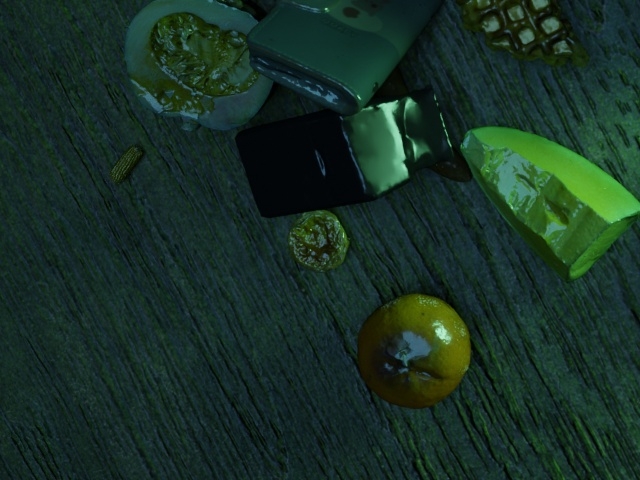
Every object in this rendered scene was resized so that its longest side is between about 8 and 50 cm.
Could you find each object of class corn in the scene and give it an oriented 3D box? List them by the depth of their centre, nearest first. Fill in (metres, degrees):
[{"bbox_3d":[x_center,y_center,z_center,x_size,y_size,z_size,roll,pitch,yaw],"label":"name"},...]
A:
[{"bbox_3d":[-0.403,-0.159,2.109,0.037,0.037,0.092,45,109,6],"label":"corn"}]

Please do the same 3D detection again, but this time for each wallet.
[{"bbox_3d":[0.041,-0.386,1.801,0.252,0.360,0.083,27,143,11],"label":"wallet"}]

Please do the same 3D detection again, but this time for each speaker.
[{"bbox_3d":[0.033,-0.163,1.884,0.388,0.184,0.180,-5,106,50],"label":"speaker"}]

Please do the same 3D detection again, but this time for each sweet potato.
[{"bbox_3d":[0.154,-0.233,1.900,0.114,0.092,0.341,-31,89,2],"label":"sweet potato"}]

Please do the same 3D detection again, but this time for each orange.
[{"bbox_3d":[0.174,0.212,1.923,0.224,0.170,0.224,3,99,18],"label":"orange"}]

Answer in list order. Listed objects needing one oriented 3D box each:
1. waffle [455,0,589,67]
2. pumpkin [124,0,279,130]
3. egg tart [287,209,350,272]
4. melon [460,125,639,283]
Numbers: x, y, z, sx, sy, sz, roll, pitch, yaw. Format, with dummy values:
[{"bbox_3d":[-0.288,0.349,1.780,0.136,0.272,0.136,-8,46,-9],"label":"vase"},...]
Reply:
[{"bbox_3d":[0.393,-0.471,1.765,0.261,0.151,0.324,25,104,8],"label":"waffle"},{"bbox_3d":[-0.205,-0.356,1.939,0.293,0.197,0.263,20,117,6],"label":"pumpkin"},{"bbox_3d":[0.000,0.000,2.004,0.130,0.052,0.130,3,98,18],"label":"egg tart"},{"bbox_3d":[0.397,-0.093,1.835,0.323,0.124,0.196,44,107,12],"label":"melon"}]
